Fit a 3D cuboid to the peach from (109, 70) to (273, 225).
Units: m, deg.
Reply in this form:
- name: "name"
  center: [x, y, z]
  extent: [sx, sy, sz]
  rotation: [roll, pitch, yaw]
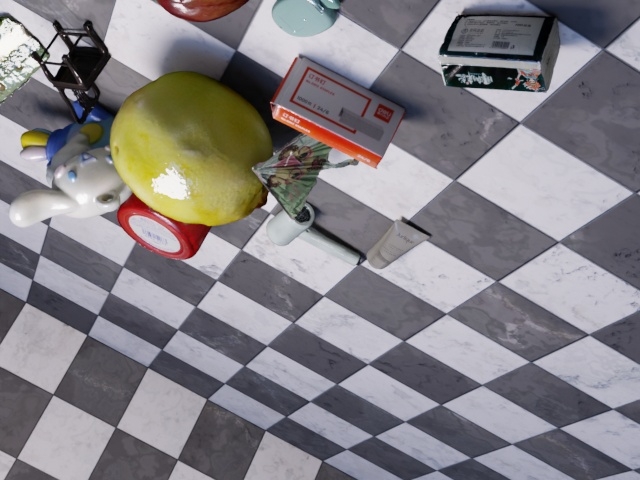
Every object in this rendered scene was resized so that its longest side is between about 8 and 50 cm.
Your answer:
- name: "peach"
  center: [-0.248, -0.182, 1.992]
  extent: [0.315, 0.281, 0.314]
  rotation: [42, -165, 17]

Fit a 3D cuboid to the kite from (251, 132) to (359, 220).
- name: "kite"
  center: [-0.024, -0.149, 1.966]
  extent: [0.013, 0.267, 0.323]
  rotation: [55, 132, 30]

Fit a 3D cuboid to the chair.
- name: "chair"
  center: [-0.498, -0.344, 2.109]
  extent: [0.113, 0.106, 0.229]
  rotation: [11, 150, 28]

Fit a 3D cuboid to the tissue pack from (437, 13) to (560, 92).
- name: "tissue pack"
  center: [0.281, -0.295, 1.571]
  extent: [0.170, 0.103, 0.090]
  rotation: [10, 152, 26]

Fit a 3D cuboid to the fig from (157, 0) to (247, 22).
- name: "fig"
  center: [-0.149, -0.452, 1.609]
  extent: [0.249, 0.186, 0.204]
  rotation: [-3, 141, -17]

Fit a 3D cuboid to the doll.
- name: "doll"
  center: [-0.514, -0.183, 2.237]
  extent: [0.375, 0.366, 0.187]
  rotation: [0, 125, -26]

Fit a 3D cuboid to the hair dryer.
- name: "hair dryer"
  center: [0.000, 0.000, 2.330]
  extent: [0.236, 0.073, 0.131]
  rotation: [31, 150, -16]

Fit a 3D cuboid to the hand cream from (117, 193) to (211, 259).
- name: "hand cream"
  center: [-0.369, -0.068, 2.425]
  extent: [0.230, 0.149, 0.230]
  rotation: [21, 154, 11]

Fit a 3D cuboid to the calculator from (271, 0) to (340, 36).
- name: "calculator"
  center: [-0.025, -0.395, 1.732]
  extent: [0.095, 0.021, 0.153]
  rotation: [41, 151, -27]

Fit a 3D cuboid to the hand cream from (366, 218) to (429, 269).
- name: "hand cream"
  center: [0.162, 0.012, 2.243]
  extent: [0.087, 0.054, 0.186]
  rotation: [27, 145, -13]

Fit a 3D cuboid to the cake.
- name: "cake"
  center: [-0.741, -0.418, 2.234]
  extent: [0.283, 0.172, 0.158]
  rotation: [-32, 132, 19]

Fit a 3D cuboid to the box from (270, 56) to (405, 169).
- name: "box"
  center: [0.030, -0.238, 1.847]
  extent: [0.229, 0.123, 0.050]
  rotation: [27, 154, -2]
